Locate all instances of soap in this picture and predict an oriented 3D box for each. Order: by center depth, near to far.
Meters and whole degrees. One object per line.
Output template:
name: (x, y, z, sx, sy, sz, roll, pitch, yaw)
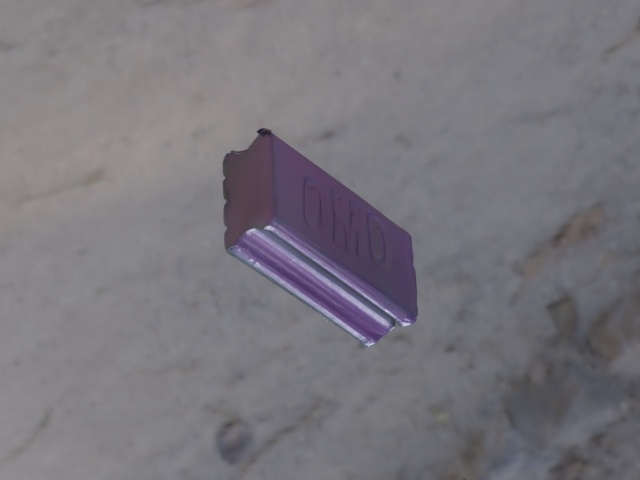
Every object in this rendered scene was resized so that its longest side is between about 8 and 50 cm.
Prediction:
soap: (0.000, 0.000, 1.771, 0.065, 0.122, 0.203, -32, 131, 29)

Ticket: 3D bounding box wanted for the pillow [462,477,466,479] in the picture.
pillow: (0.201, 0.270, 1.890, 0.051, 0.093, 0.241, -39, -163, -29)
